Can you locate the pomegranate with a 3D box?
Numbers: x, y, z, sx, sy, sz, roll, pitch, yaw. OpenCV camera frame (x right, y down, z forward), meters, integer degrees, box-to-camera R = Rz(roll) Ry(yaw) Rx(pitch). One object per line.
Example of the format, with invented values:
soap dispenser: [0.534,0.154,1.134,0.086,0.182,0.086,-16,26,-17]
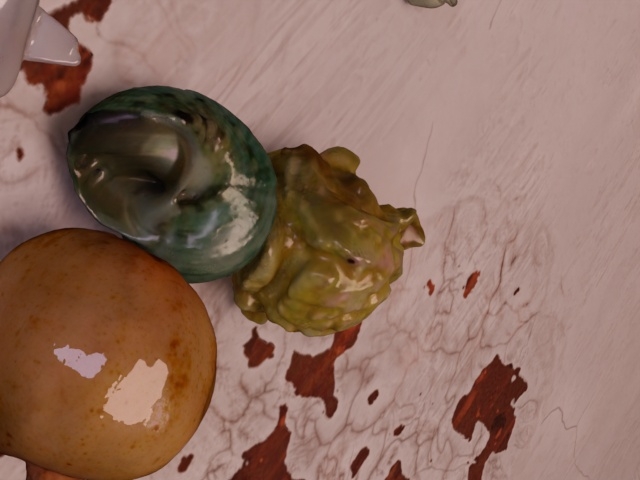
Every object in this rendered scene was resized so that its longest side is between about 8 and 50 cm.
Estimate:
pomegranate: [-0.182,0.092,0.764,0.207,0.207,0.207,-23,122,-43]

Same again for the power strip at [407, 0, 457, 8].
power strip: [0.091,-0.361,1.019,0.270,0.046,0.118,46,68,-48]

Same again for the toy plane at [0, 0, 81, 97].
toy plane: [-0.226,-0.213,0.634,0.244,0.117,0.245,1,87,-19]

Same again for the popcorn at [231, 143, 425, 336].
popcorn: [0.000,0.001,0.961,0.167,0.185,0.188,88,25,-61]

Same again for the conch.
conch: [-0.124,-0.046,0.840,0.175,0.122,0.188,-16,117,-22]
